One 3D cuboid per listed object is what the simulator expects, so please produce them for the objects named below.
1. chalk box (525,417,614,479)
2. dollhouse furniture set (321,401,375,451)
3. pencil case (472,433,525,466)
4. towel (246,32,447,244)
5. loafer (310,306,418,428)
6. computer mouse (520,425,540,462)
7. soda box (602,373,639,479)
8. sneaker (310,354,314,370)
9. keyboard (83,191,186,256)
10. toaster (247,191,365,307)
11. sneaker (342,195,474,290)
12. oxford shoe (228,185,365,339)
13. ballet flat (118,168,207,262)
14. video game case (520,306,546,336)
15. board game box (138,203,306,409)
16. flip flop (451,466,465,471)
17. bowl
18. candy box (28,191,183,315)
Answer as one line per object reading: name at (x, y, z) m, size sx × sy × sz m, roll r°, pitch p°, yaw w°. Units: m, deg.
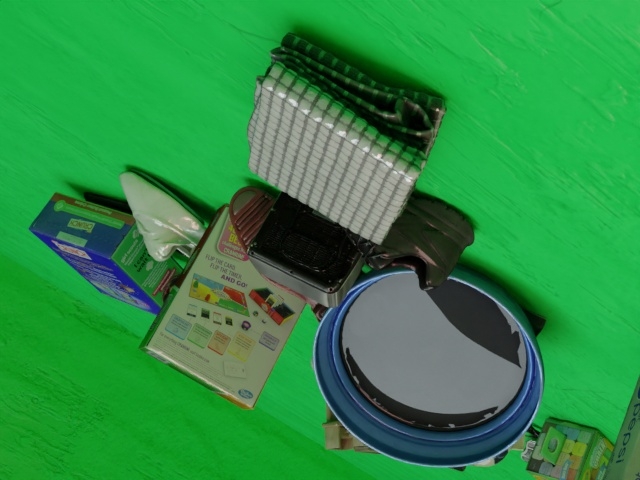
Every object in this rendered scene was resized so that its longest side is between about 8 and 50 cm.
chalk box at (0.538, 0.469, 2.177) m, size 0.132 × 0.132 × 0.213 m, roll 7°, pitch 154°, yaw 47°
dollhouse furniture set at (0.231, 0.407, 2.455) m, size 0.355 × 0.174 × 0.303 m, roll -18°, pitch 157°, yaw 41°
pencil case at (0.280, 0.331, 2.131) m, size 0.183 × 0.160 × 0.410 m, roll -11°, pitch 144°, yaw 26°
towel at (0.027, -0.131, 1.328) m, size 0.235 × 0.121 × 0.284 m, roll 32°, pitch 159°, yaw 6°
loafer at (0.105, 0.207, 1.915) m, size 0.366 × 0.134 × 0.130 m, roll 49°, pitch -155°, yaw 11°
computer mouse at (0.510, 0.479, 2.388) m, size 0.106 × 0.042 × 0.193 m, roll 19°, pitch 155°, yaw 10°
soda box at (0.496, 0.273, 1.473) m, size 0.098 × 0.286 × 0.091 m, roll 27°, pitch 160°, yaw 2°
sneaker at (0.103, 0.299, 2.392) m, size 0.268 × 0.101 × 0.153 m, roll 18°, pitch 159°, yaw 11°
keyboard at (-0.389, -0.025, 2.323) m, size 0.317 × 0.033 × 0.201 m, roll 15°, pitch 158°, yaw 36°
toaster at (0.000, 0.000, 1.639) m, size 0.185 × 0.168 × 0.110 m, roll 25°, pitch 164°, yaw 11°
sneaker at (0.081, -0.029, 1.503) m, size 0.286 × 0.130 × 0.109 m, roll 28°, pitch 163°, yaw 3°
oxford shoe at (-0.026, 0.032, 1.834) m, size 0.348 × 0.123 × 0.130 m, roll 48°, pitch -161°, yaw -8°
ballet flat at (-0.260, 0.016, 2.056) m, size 0.400 × 0.139 × 0.139 m, roll 37°, pitch 160°, yaw -14°
video game case at (0.251, 0.117, 1.815) m, size 0.274 × 0.026 × 0.196 m, roll 24°, pitch 161°, yaw 8°
board game box at (-0.165, 0.128, 1.963) m, size 0.242 × 0.317 × 0.064 m, roll 33°, pitch 161°, yaw -15°
flip flop at (0.327, 0.518, 2.700) m, size 0.112 × 0.080 × 0.277 m, roll 9°, pitch 138°, yaw 37°
bowl at (0.183, 0.207, 1.734) m, size 0.391 × 0.077 × 0.391 m, roll 7°, pitch 118°, yaw 14°
candy box at (-0.474, 0.040, 2.374) m, size 0.268 × 0.122 × 0.317 m, roll 18°, pitch 159°, yaw 31°
